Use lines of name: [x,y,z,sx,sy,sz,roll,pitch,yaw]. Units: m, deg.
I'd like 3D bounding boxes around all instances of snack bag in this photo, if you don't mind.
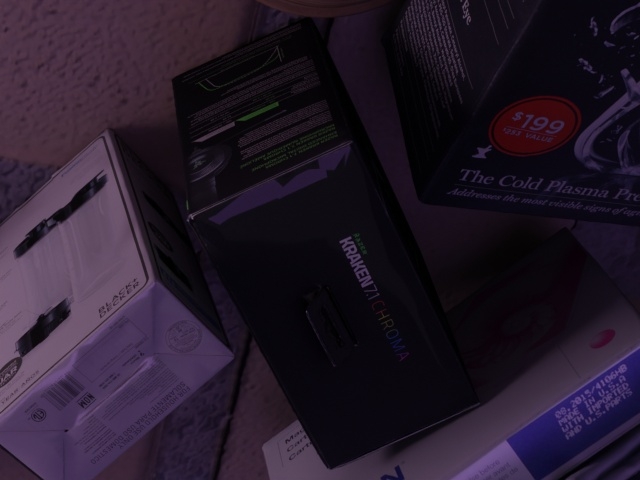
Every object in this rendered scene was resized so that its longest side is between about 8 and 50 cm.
snack bag: [0.181,0.232,1.388,0.342,0.323,0.037,-43,78,38]

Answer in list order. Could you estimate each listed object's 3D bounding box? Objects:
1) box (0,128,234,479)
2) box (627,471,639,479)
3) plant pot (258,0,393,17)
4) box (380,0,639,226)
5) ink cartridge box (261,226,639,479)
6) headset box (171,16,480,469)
box: [-0.176,0.045,1.262,0.169,0.290,0.087,-41,118,6]
box: [0.357,0.206,1.572,0.158,0.093,0.156,1,115,-15]
plant pot: [0.015,-0.274,1.259,0.237,0.110,0.237,-5,116,-10]
box: [0.267,-0.170,1.232,0.343,0.179,0.312,5,141,-19]
ink cartridge box: [0.102,0.125,1.347,0.324,0.330,0.071,-36,111,4]
headset box: [0.000,0.000,1.281,0.131,0.283,0.246,-25,118,5]
